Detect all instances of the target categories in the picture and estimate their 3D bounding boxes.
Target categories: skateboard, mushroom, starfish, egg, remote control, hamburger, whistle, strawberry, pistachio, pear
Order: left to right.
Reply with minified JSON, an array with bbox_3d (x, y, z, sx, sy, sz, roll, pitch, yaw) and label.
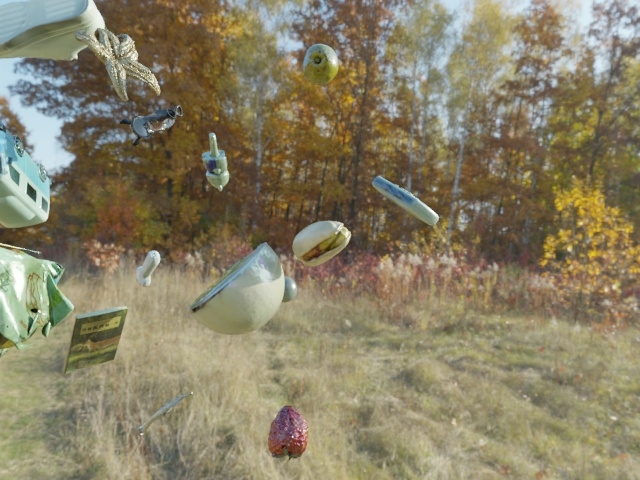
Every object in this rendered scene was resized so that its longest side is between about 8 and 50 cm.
[{"bbox_3d":[-0.627,0.139,0.918,0.150,0.276,0.260,6,-26,6],"label":"hamburger"},{"bbox_3d":[-0.513,-0.457,1.168,0.216,0.238,0.071,10,-34,-34],"label":"starfish"},{"bbox_3d":[-0.400,-0.290,1.105,0.080,0.067,0.151,-12,23,37],"label":"skateboard"},{"bbox_3d":[-0.519,0.565,1.467,0.306,0.043,0.068,-41,10,30],"label":"mushroom"},{"bbox_3d":[-0.411,-0.300,1.780,0.092,0.244,0.110,-9,37,-10],"label":"whistle"},{"bbox_3d":[-0.222,0.169,1.386,0.201,0.337,0.337,47,-14,-11],"label":"egg"},{"bbox_3d":[-0.101,0.603,1.422,0.131,0.148,0.131,2,-6,0],"label":"strawberry"},{"bbox_3d":[0.000,0.000,1.336,0.200,0.117,0.145,-37,11,41],"label":"pistachio"},{"bbox_3d":[0.000,-0.500,1.296,0.107,0.107,0.131,4,8,15],"label":"pear"},{"bbox_3d":[0.287,-0.141,1.566,0.140,0.056,0.296,30,9,-29],"label":"remote control"}]

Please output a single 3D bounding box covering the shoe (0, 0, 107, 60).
[{"bbox_3d":[-0.774,-0.567,1.272,0.363,0.131,0.160,-17,-16,1],"label":"shoe"}]

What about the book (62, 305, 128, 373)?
[{"bbox_3d":[-0.702,0.309,1.421,0.024,0.228,0.160,40,27,28],"label":"book"}]

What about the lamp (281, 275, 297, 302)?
[{"bbox_3d":[-0.141,0.189,1.756,0.105,0.105,0.105,5,-3,0],"label":"lamp"}]

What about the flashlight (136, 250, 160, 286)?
[{"bbox_3d":[-0.711,0.113,1.884,0.047,0.093,0.200,-5,-34,-46],"label":"flashlight"}]

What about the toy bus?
[{"bbox_3d":[-0.762,-0.144,1.090,0.133,0.164,0.271,-11,-20,-12],"label":"toy bus"}]
